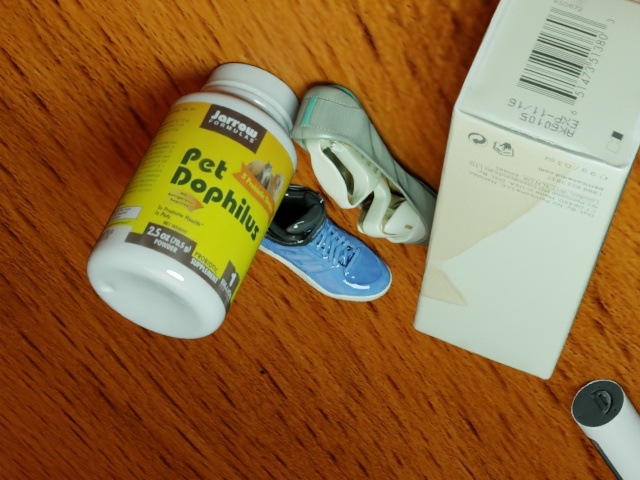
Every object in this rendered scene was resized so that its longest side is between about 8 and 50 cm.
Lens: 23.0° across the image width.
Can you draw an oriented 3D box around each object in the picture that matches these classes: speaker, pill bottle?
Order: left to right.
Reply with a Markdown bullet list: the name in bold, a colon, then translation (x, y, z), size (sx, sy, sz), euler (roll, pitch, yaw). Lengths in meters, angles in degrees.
- **pill bottle**: translation (-0.093, -0.037, 1.267), size (0.117, 0.215, 0.117), euler (18, 151, 11)
- **speaker**: translation (0.293, 0.193, 1.527), size (0.055, 0.055, 0.136), euler (0, 144, 36)

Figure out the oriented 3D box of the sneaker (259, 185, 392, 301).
- **sneaker**: translation (0.000, 0.001, 1.423), size (0.152, 0.058, 0.084), euler (31, 160, 2)

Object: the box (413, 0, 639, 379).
- **box**: translation (0.158, -0.039, 1.151), size (0.121, 0.148, 0.311), euler (20, 150, 9)

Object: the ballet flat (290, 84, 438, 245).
- **ballet flat**: translation (0.041, -0.042, 1.311), size (0.072, 0.068, 0.213), euler (-2, 142, 39)
